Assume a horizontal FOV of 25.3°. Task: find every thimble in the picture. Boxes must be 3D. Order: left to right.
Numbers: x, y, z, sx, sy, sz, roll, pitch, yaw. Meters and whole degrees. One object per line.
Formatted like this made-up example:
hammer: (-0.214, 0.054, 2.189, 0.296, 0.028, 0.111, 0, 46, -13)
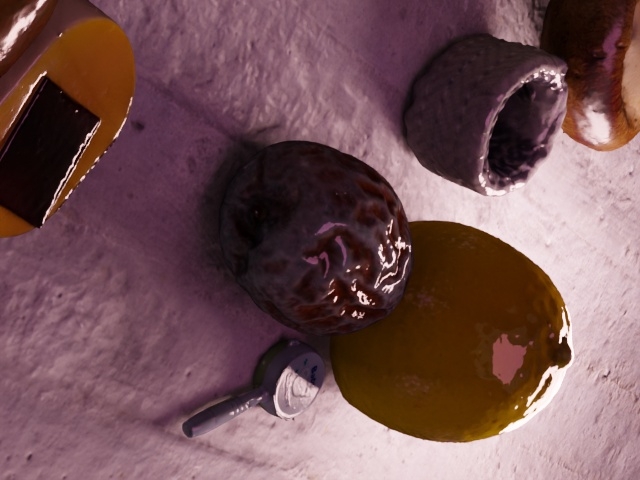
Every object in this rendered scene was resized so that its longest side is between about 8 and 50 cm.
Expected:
thimble: (0.252, -0.195, 2.164, 0.245, 0.157, 0.217, -49, 141, -19)

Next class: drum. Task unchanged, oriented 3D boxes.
drum: (-0.090, 0.208, 2.058, 0.253, 0.049, 0.130, -4, 112, -49)

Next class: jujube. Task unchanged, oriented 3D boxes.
jujube: (0.005, 0.006, 1.929, 0.308, 0.215, 0.246, 24, 90, -53)

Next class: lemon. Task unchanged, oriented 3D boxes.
lemon: (0.212, 0.143, 2.144, 0.364, 0.364, 0.364, -26, 127, -40)

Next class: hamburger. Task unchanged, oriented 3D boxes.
hamburger: (-0.330, -0.140, 1.522, 0.295, 0.151, 0.227, -55, 147, -21)

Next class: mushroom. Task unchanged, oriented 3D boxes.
mushroom: (0.465, -0.312, 2.301, 0.345, 0.239, 0.345, 6, 81, -40)

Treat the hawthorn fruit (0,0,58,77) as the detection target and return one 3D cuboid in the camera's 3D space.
hawthorn fruit: (-0.384, -0.239, 1.307, 0.268, 0.267, 0.301, 37, 81, -51)
